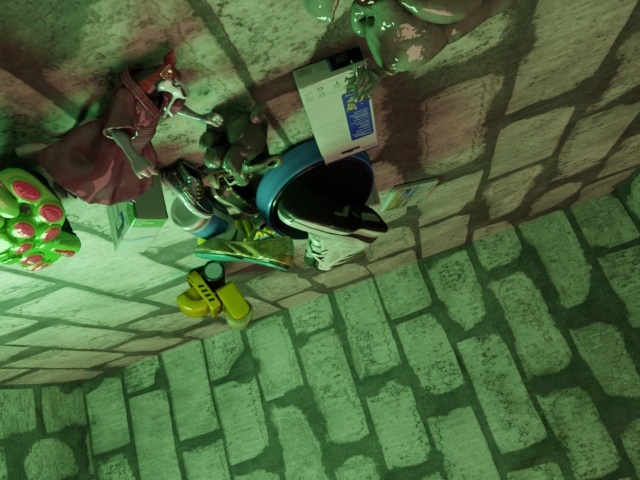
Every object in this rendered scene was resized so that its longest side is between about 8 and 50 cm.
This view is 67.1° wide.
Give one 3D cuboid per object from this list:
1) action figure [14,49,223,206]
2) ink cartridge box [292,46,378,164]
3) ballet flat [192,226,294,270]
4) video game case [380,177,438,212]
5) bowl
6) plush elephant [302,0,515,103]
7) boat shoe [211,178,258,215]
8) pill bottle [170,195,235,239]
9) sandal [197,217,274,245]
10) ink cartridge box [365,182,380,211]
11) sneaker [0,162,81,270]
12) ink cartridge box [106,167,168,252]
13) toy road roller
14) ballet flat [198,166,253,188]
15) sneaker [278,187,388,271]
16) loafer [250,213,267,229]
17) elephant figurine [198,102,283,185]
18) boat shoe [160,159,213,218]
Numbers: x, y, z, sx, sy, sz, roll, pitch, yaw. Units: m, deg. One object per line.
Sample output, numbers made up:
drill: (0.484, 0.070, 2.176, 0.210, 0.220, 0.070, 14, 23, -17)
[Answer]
action figure: (-0.389, -0.243, 0.985, 0.370, 0.275, 0.248, -50, -177, 29)
ink cartridge box: (0.049, -0.322, 1.214, 0.165, 0.065, 0.333, -20, 155, 2)
ballet flat: (-0.230, 0.016, 1.464, 0.348, 0.123, 0.123, 6, 173, 27)
video game case: (0.366, -0.188, 2.008, 0.193, 0.023, 0.212, -13, 162, -15)
bowl: (-0.006, -0.148, 1.513, 0.391, 0.077, 0.391, -20, 147, -14)
plush elephant: (0.109, -0.425, 0.787, 0.330, 0.271, 0.255, -45, 128, -19)
boat shoe: (-0.237, -0.136, 1.494, 0.068, 0.081, 0.227, -22, 159, 25)
pill bottle: (-0.357, -0.067, 1.511, 0.124, 0.124, 0.221, -22, 160, 12)
sandal: (-0.279, -0.022, 1.730, 0.317, 0.126, 0.138, -12, 165, -13)
ink cartridge box: (0.167, -0.147, 1.798, 0.063, 0.109, 0.150, -11, 161, -11)
sneaker: (-0.673, -0.063, 1.069, 0.185, 0.202, 0.483, -31, 178, -25)
ink cartridge box: (-0.498, -0.077, 1.299, 0.093, 0.154, 0.212, -4, 157, -37)
toy road roller: (-0.465, 0.271, 2.075, 0.240, 0.330, 0.202, -35, 169, -21)
ballet flat: (-0.277, -0.181, 1.355, 0.188, 0.070, 0.070, -17, 162, -2)
sneaker: (0.001, 0.001, 1.492, 0.447, 0.169, 0.257, 9, 129, -48)
loafer: (-0.104, -0.127, 1.621, 0.302, 0.095, 0.109, -24, 161, 17)
elephant figurine: (-0.176, -0.228, 1.206, 0.185, 0.170, 0.239, 12, 179, 25)
boat shoe: (-0.342, -0.137, 1.322, 0.083, 0.065, 0.183, -28, 128, 23)
